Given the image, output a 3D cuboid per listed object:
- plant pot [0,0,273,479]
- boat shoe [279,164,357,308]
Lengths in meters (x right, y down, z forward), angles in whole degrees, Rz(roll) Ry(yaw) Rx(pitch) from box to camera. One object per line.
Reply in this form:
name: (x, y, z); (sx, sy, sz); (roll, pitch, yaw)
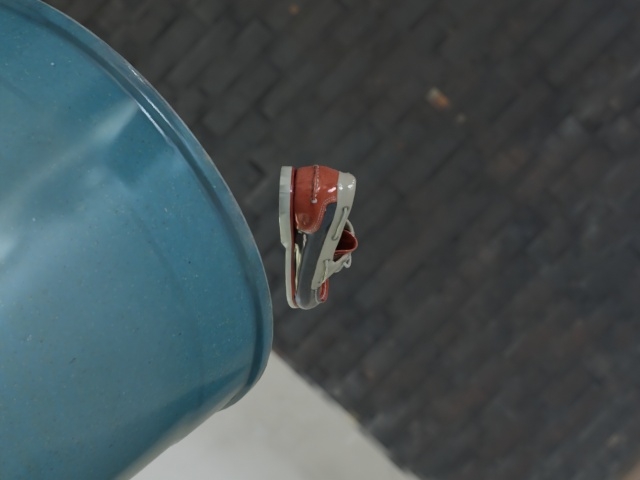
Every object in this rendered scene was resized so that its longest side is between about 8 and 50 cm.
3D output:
plant pot: (-0.207, 0.053, 0.975); (0.255, 0.271, 0.272); (-43, 3, -32)
boat shoe: (0.000, 0.000, 1.151); (0.137, 0.043, 0.049); (87, -177, -59)
